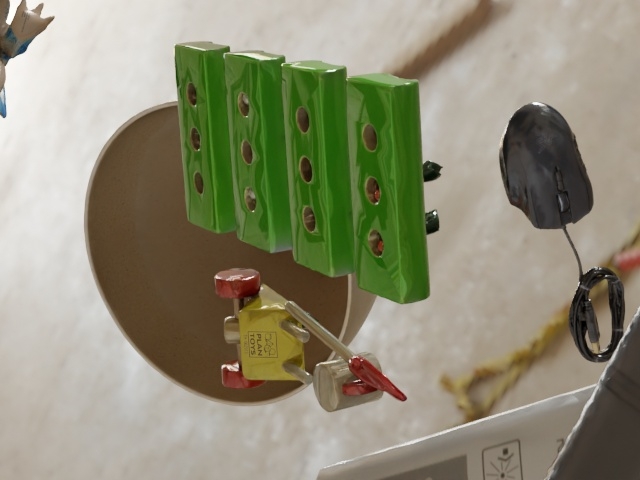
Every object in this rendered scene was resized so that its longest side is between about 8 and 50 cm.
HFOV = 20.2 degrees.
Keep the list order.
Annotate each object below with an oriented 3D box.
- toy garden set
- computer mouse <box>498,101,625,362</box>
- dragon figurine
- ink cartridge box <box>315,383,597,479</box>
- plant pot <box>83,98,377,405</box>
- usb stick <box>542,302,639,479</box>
[{"bbox_3d":[0.000,0.000,0.981,0.244,0.049,0.204,21,118,59],"label":"toy garden set"},{"bbox_3d":[0.213,-0.003,1.537,0.071,0.242,0.041,-24,16,-7],"label":"computer mouse"},{"bbox_3d":[-0.266,-0.147,1.351,0.144,0.085,0.289,-55,36,40],"label":"dragon figurine"},{"bbox_3d":[0.237,0.163,1.022,0.308,0.385,0.091,-24,59,40],"label":"ink cartridge box"},{"bbox_3d":[-0.046,-0.014,1.654,0.284,0.284,0.191,-46,-10,36],"label":"plant pot"},{"bbox_3d":[0.180,0.022,0.787,0.077,0.045,0.278,39,106,48],"label":"usb stick"}]
